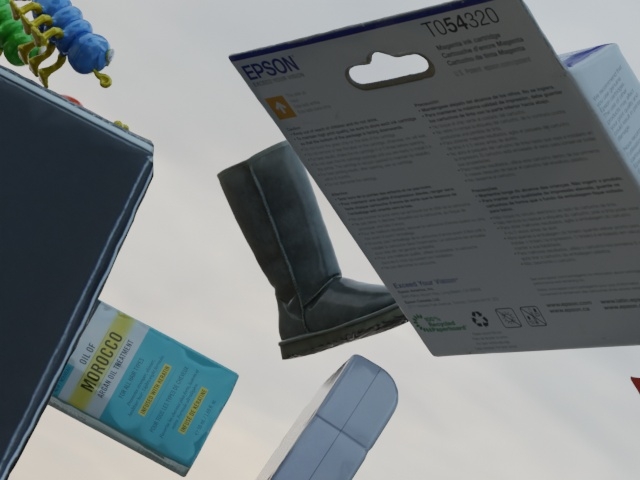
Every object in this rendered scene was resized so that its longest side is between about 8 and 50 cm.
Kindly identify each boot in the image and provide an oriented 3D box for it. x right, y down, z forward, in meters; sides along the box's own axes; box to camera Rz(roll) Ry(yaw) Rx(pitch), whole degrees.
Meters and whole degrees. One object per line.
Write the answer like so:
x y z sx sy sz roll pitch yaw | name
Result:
0.000 0.000 1.957 0.190 0.208 0.076 -18 -10 30 | boot

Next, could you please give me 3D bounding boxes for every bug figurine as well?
-0.240 -0.167 1.705 0.216 0.072 0.279 50 -17 15 | bug figurine

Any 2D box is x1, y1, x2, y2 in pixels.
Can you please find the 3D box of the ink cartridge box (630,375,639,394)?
0.426 0.256 2.162 0.224 0.056 0.181 56 -22 -16 | ink cartridge box

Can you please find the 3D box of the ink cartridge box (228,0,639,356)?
0.131 -0.053 1.527 0.324 0.071 0.330 -6 -55 49 | ink cartridge box

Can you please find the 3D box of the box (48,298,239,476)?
-0.204 0.111 1.791 0.244 0.100 0.060 28 -18 0 | box

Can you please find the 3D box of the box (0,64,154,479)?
-0.429 0.010 1.430 0.480 0.297 0.472 27 -20 -9 | box

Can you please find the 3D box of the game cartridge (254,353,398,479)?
-0.046 0.225 1.469 0.062 0.297 0.198 36 -16 -4 | game cartridge
